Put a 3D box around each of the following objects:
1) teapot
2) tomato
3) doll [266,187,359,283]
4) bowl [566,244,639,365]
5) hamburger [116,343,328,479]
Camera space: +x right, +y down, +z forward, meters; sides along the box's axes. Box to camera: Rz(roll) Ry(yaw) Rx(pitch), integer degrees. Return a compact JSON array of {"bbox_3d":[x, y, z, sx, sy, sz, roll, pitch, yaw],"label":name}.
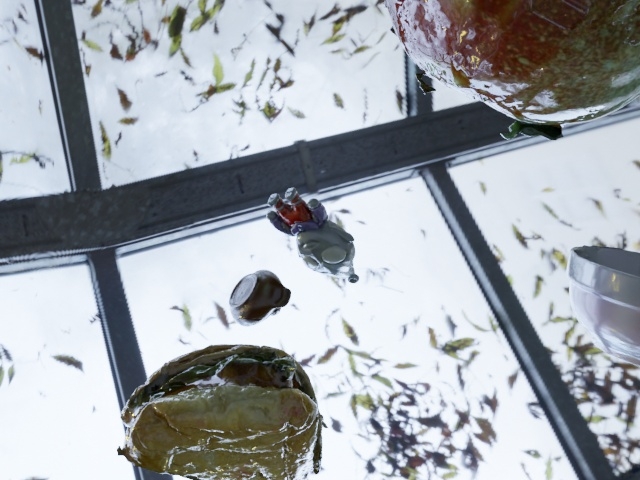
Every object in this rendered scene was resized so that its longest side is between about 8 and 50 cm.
[{"bbox_3d":[-0.095,0.099,1.176,0.078,0.129,0.098,33,-121,-25],"label":"teapot"},{"bbox_3d":[0.215,-0.268,0.690,0.303,0.239,0.303,5,-123,-8],"label":"tomato"},{"bbox_3d":[0.000,0.000,1.131,0.227,0.102,0.075,52,-143,-37],"label":"doll"},{"bbox_3d":[0.520,0.110,1.113,0.287,0.287,0.143,5,-77,-21],"label":"bowl"},{"bbox_3d":[-0.112,0.248,1.070,0.330,0.162,0.209,18,-55,-22],"label":"hamburger"}]
